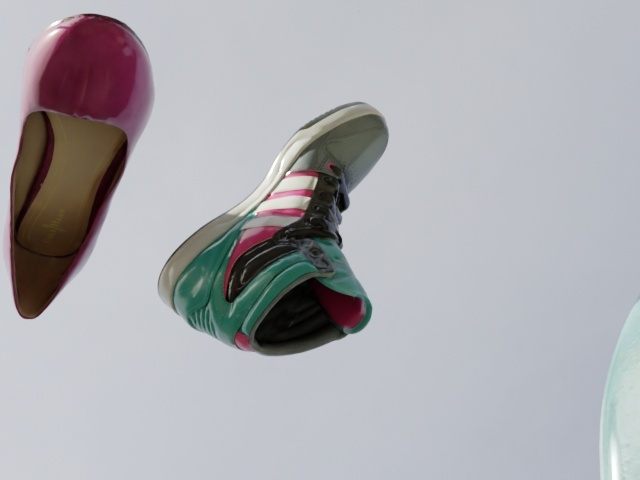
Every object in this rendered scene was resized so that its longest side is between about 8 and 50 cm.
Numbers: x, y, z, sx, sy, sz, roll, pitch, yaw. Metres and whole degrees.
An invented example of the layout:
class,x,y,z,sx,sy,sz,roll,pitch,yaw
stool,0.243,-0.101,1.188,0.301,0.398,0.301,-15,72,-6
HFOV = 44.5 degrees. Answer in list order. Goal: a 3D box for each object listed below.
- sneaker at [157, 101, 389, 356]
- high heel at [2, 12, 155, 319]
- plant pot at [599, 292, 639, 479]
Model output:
class,x,y,z,sx,sy,sz,roll,pitch,yaw
sneaker,0.000,0.000,0.757,0.295,0.178,0.124,-45,-36,-11
high heel,-0.246,-0.054,0.771,0.127,0.377,0.181,10,-116,-16
plant pot,0.296,0.113,0.399,0.248,0.252,0.247,-31,-52,34
